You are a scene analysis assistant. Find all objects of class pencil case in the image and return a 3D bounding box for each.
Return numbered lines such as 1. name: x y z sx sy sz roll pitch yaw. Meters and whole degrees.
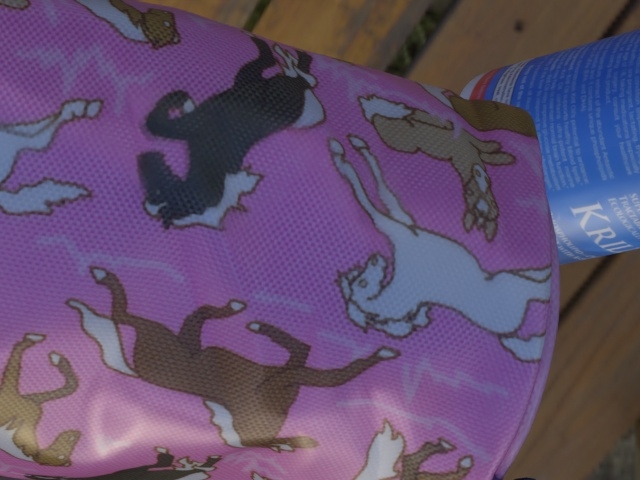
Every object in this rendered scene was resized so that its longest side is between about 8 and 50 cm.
1. pencil case: -0.119 0.000 0.574 0.386 0.167 0.160 13 160 -17

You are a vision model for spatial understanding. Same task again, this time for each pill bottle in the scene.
1. pill bottle: 0.195 -0.061 1.027 0.221 0.124 0.124 -14 119 36

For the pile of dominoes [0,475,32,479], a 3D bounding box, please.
1. pile of dominoes: -0.198 0.179 0.726 0.251 0.196 0.040 -6 168 -21
